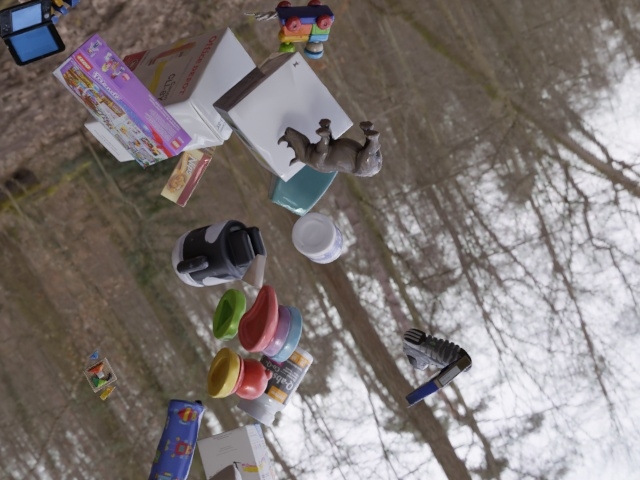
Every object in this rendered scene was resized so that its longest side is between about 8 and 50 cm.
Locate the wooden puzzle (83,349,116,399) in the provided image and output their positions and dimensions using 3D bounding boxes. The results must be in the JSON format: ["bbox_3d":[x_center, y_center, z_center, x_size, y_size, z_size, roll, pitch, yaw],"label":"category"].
[{"bbox_3d":[-0.581,0.355,1.989,0.014,0.116,0.078,-19,-163,50],"label":"wooden puzzle"}]

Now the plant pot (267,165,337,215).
[{"bbox_3d":[-0.054,-0.200,2.220,0.234,0.165,0.165,-62,-167,0],"label":"plant pot"}]

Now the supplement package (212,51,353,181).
[{"bbox_3d":[-0.094,-0.284,1.693,0.198,0.199,0.262,-41,-160,-3],"label":"supplement package"}]

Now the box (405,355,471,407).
[{"bbox_3d":[0.334,0.417,2.209,0.136,0.036,0.225,-30,167,-34],"label":"box"}]

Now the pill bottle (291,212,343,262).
[{"bbox_3d":[0.000,0.000,1.944,0.112,0.112,0.186,-24,166,7],"label":"pill bottle"}]

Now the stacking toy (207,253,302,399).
[{"bbox_3d":[-0.147,0.216,1.815,0.309,0.130,0.279,-49,-147,34],"label":"stacking toy"}]

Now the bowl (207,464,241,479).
[{"bbox_3d":[-0.233,0.607,1.748,0.142,0.053,0.142,-41,-156,13],"label":"bowl"}]

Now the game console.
[{"bbox_3d":[-0.624,-0.456,1.637,0.122,0.071,0.107,-34,162,-34],"label":"game console"}]

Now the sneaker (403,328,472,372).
[{"bbox_3d":[0.357,0.368,2.340,0.228,0.132,0.086,26,-134,21],"label":"sneaker"}]

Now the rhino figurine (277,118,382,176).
[{"bbox_3d":[0.016,-0.182,1.501,0.243,0.106,0.073,9,-143,27],"label":"rhino figurine"}]

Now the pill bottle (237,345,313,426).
[{"bbox_3d":[-0.158,0.480,2.573,0.162,0.162,0.278,7,-117,59],"label":"pill bottle"}]

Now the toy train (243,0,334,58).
[{"bbox_3d":[-0.094,-0.561,2.038,0.248,0.143,0.105,-9,-133,-18],"label":"toy train"}]

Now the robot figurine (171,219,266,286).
[{"bbox_3d":[-0.291,0.040,2.138,0.278,0.209,0.173,-13,-122,30],"label":"robot figurine"}]

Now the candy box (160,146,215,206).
[{"bbox_3d":[-0.419,-0.240,2.435,0.183,0.087,0.316,-58,-168,12],"label":"candy box"}]

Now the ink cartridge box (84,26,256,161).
[{"bbox_3d":[-0.388,-0.379,1.981,0.384,0.160,0.279,-4,-129,33],"label":"ink cartridge box"}]

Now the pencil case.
[{"bbox_3d":[-0.451,0.639,2.338,0.133,0.119,0.306,-8,-115,56],"label":"pencil case"}]

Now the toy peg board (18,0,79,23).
[{"bbox_3d":[-0.624,-0.593,1.775,0.079,0.160,0.161,34,-103,26],"label":"toy peg board"}]

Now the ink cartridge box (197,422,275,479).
[{"bbox_3d":[-0.253,0.708,2.346,0.168,0.233,0.171,-19,166,6],"label":"ink cartridge box"}]

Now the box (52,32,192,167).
[{"bbox_3d":[-0.435,-0.295,1.648,0.201,0.293,0.057,-6,-139,56],"label":"box"}]
